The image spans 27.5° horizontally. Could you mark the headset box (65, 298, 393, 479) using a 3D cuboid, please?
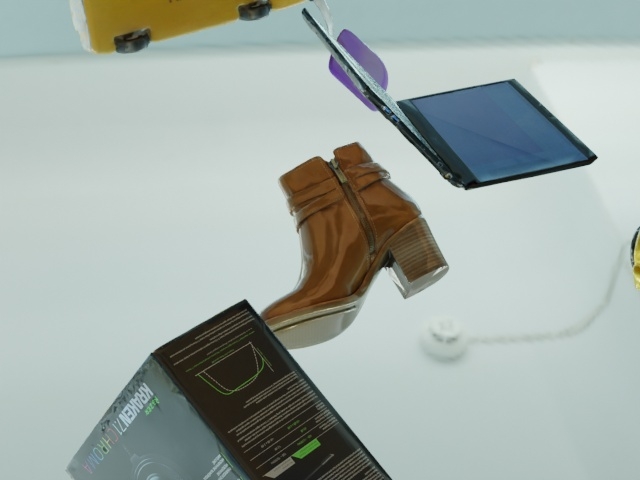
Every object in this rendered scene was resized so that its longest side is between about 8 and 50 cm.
[{"bbox_3d":[-0.076,0.247,1.238,0.131,0.246,0.283,-29,-104,-44],"label":"headset box"}]

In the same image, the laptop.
[{"bbox_3d":[0.136,-0.169,1.422,0.136,0.264,0.234,-43,-148,8],"label":"laptop"}]

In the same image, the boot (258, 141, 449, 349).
[{"bbox_3d":[0.000,0.000,1.659,0.283,0.109,0.220,-26,-111,-17],"label":"boot"}]

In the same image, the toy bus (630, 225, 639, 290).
[{"bbox_3d":[0.443,-0.068,1.523,0.149,0.211,0.220,7,-136,35],"label":"toy bus"}]

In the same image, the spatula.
[{"bbox_3d":[-0.001,-0.279,1.586,0.030,0.296,0.084,-8,-133,33],"label":"spatula"}]

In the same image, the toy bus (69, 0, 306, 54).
[{"bbox_3d":[-0.171,-0.335,1.704,0.333,0.108,0.130,-20,-153,-26],"label":"toy bus"}]
